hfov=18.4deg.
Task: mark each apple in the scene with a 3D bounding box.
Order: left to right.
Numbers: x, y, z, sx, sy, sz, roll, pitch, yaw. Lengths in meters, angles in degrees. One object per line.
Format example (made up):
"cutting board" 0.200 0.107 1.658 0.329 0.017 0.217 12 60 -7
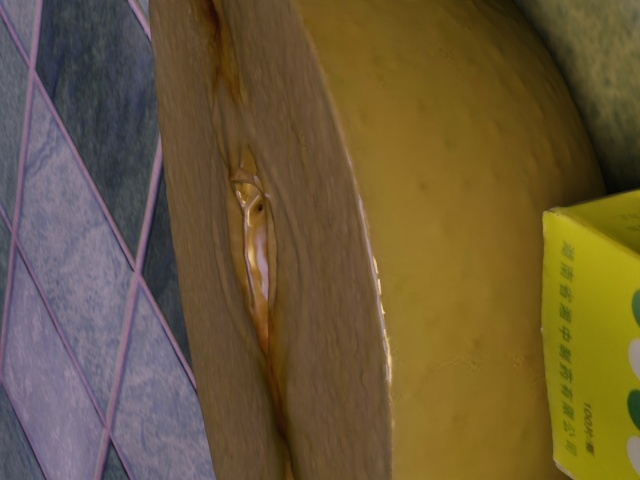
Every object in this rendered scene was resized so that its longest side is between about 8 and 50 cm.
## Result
"apple" 0.000 0.000 1.023 0.320 0.311 0.360 -10 87 28

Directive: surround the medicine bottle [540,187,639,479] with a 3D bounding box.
"medicine bottle" 0.210 0.075 0.793 0.250 0.141 0.137 37 133 53
